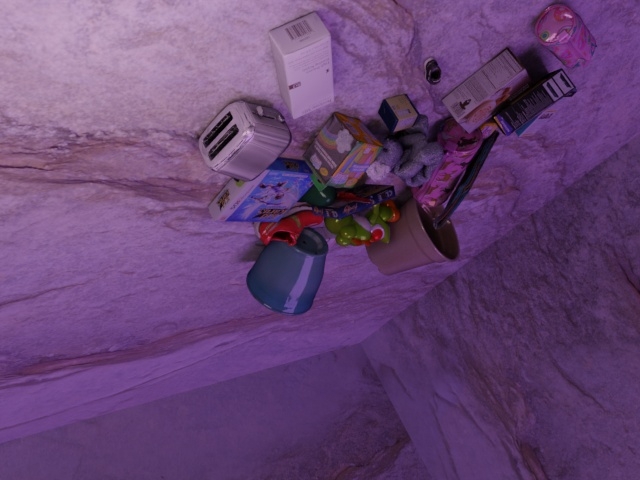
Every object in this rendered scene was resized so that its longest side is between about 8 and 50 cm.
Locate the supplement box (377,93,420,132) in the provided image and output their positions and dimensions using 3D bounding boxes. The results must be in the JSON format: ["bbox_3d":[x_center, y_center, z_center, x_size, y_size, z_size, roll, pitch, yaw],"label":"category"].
[{"bbox_3d":[0.228,-0.370,1.639,0.083,0.083,0.056,-19,157,-22],"label":"supplement box"}]

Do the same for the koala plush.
[{"bbox_3d":[0.221,-0.255,1.707,0.221,0.196,0.203,-4,143,-17],"label":"koala plush"}]

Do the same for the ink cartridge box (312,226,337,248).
[{"bbox_3d":[0.000,0.000,2.225,0.180,0.060,0.104,-8,150,-42],"label":"ink cartridge box"}]

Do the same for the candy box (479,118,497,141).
[{"bbox_3d":[0.589,-0.383,2.136,0.105,0.027,0.206,-16,156,-38],"label":"candy box"}]

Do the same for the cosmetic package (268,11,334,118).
[{"bbox_3d":[-0.037,-0.388,1.275,0.117,0.086,0.231,-26,157,-6],"label":"cosmetic package"}]

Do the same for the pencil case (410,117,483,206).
[{"bbox_3d":[0.447,-0.271,2.036,0.167,0.160,0.386,2,154,-6],"label":"pencil case"}]

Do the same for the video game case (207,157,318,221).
[{"bbox_3d":[-0.164,-0.148,1.693,0.269,0.061,0.244,-2,147,-49],"label":"video game case"}]

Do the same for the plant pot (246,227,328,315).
[{"bbox_3d":[-0.099,0.090,2.060,0.271,0.272,0.255,-6,136,-44],"label":"plant pot"}]

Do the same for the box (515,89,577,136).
[{"bbox_3d":[0.846,-0.500,2.140,0.100,0.060,0.244,-13,154,-36],"label":"box"}]

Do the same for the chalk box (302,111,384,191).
[{"bbox_3d":[0.051,-0.237,1.620,0.132,0.132,0.213,-1,138,-49],"label":"chalk box"}]

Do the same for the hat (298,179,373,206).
[{"bbox_3d":[0.024,-0.118,1.820,0.172,0.184,0.208,-17,156,-26],"label":"hat"}]

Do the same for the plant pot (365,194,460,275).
[{"bbox_3d":[0.366,-0.006,2.371,0.305,0.334,0.333,-28,162,31],"label":"plant pot"}]

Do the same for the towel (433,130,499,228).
[{"bbox_3d":[0.564,-0.235,2.181,0.370,0.040,0.271,-55,174,-32],"label":"towel"}]

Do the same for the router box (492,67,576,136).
[{"bbox_3d":[0.694,-0.456,1.871,0.243,0.081,0.309,-36,-178,19],"label":"router box"}]

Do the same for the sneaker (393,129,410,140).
[{"bbox_3d":[0.250,-0.309,1.848,0.078,0.067,0.188,-5,148,-23],"label":"sneaker"}]

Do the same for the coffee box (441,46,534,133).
[{"bbox_3d":[0.526,-0.466,1.771,0.246,0.098,0.141,-37,158,21],"label":"coffee box"}]

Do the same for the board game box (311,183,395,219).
[{"bbox_3d":[0.112,-0.137,1.924,0.243,0.042,0.165,-23,-161,-28],"label":"board game box"}]

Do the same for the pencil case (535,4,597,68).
[{"bbox_3d":[0.744,-0.607,1.696,0.124,0.124,0.284,-41,155,29],"label":"pencil case"}]

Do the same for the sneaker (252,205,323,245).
[{"bbox_3d":[-0.101,-0.039,1.935,0.278,0.118,0.107,-13,154,-35],"label":"sneaker"}]

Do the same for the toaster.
[{"bbox_3d":[-0.192,-0.237,1.370,0.227,0.129,0.146,-38,153,28],"label":"toaster"}]

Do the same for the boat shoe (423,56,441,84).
[{"bbox_3d":[0.323,-0.470,1.594,0.046,0.038,0.125,-31,159,6],"label":"boat shoe"}]

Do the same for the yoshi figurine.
[{"bbox_3d":[0.142,-0.083,2.137,0.202,0.204,0.362,5,-164,32],"label":"yoshi figurine"}]
